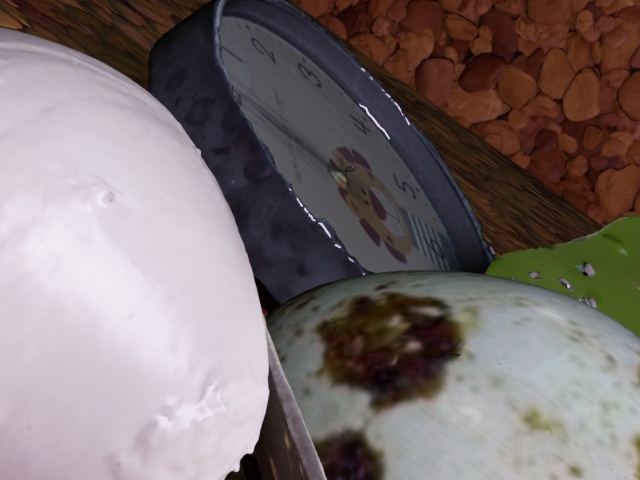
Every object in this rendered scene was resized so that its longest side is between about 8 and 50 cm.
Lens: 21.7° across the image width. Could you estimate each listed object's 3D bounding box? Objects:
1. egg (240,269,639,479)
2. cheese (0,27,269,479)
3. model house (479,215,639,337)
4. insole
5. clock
[{"bbox_3d":[0.061,0.096,0.683,0.231,0.169,0.169,30,7,30],"label":"egg"},{"bbox_3d":[-0.116,0.003,0.613,0.189,0.154,0.198,23,13,-26],"label":"cheese"},{"bbox_3d":[0.233,0.139,1.126,0.207,0.154,0.294,-16,49,-32],"label":"model house"},{"bbox_3d":[-0.008,0.090,0.605,0.011,0.081,0.248,-10,57,-15],"label":"insole"},{"bbox_3d":[0.010,-0.043,1.164,0.312,0.061,0.312,42,23,-23],"label":"clock"}]
